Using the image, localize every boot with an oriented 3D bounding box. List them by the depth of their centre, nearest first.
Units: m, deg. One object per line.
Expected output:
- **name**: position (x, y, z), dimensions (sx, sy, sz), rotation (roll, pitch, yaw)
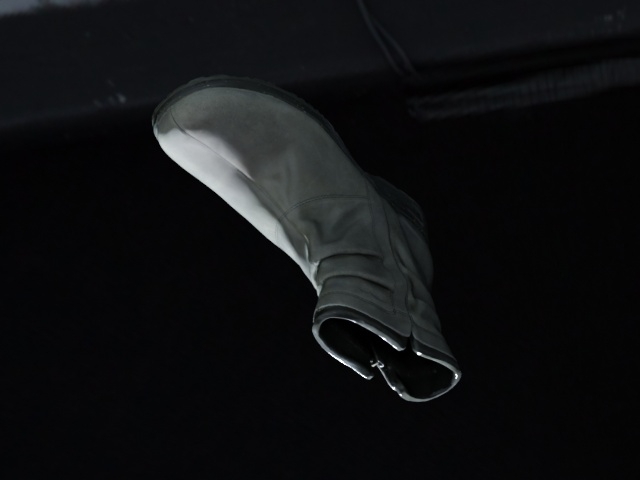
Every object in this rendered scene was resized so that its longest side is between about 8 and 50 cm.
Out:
- **boot**: position (0.000, 0.000, 0.914), dimensions (0.083, 0.246, 0.161), rotation (-42, -146, 25)
